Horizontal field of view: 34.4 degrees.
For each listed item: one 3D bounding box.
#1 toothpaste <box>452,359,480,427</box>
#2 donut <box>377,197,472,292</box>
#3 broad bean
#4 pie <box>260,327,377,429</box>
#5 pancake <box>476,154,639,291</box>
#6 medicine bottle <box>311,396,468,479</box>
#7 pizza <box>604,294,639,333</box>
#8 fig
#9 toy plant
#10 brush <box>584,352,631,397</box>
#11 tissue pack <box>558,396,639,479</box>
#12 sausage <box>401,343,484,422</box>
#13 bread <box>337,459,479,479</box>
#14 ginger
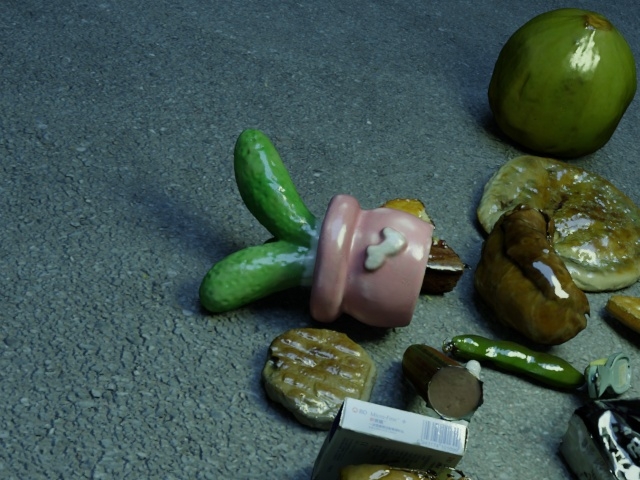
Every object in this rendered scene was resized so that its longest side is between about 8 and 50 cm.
[{"bbox_3d":[0.219,0.255,1.612,0.048,0.031,0.190,24,39,6],"label":"toothpaste"},{"bbox_3d":[0.160,0.013,1.866,0.141,0.085,0.217,1,37,-20],"label":"donut"},{"bbox_3d":[0.323,0.197,1.715,0.254,0.046,0.065,16,24,-3],"label":"broad bean"},{"bbox_3d":[-0.004,0.205,1.574,0.195,0.046,0.195,12,36,-9],"label":"pie"},{"bbox_3d":[0.500,-0.041,2.078,0.387,0.082,0.387,11,40,-9],"label":"pancake"},{"bbox_3d":[0.087,0.289,1.364,0.171,0.201,0.052,13,53,-3],"label":"medicine bottle"},{"bbox_3d":[0.633,0.151,1.896,0.199,0.062,0.188,-9,34,-42],"label":"pizza"},{"bbox_3d":[0.550,-0.362,2.310,0.343,0.343,0.343,11,36,-8],"label":"fig"},{"bbox_3d":[0.005,0.000,1.692,0.356,0.210,0.317,11,75,10],"label":"toy plant"},{"bbox_3d":[0.443,0.214,1.649,0.060,0.068,0.297,-1,-4,26],"label":"brush"},{"bbox_3d":[0.551,0.346,1.541,0.332,0.123,0.245,0,36,-22],"label":"tissue pack"},{"bbox_3d":[0.164,0.199,1.499,0.082,0.082,0.371,15,-1,-2],"label":"sausage"},{"bbox_3d":[0.138,0.382,1.307,0.261,0.160,0.147,15,44,-8],"label":"bread"},{"bbox_3d":[0.357,0.052,1.823,0.172,0.165,0.321,-5,43,-2],"label":"ginger"}]
